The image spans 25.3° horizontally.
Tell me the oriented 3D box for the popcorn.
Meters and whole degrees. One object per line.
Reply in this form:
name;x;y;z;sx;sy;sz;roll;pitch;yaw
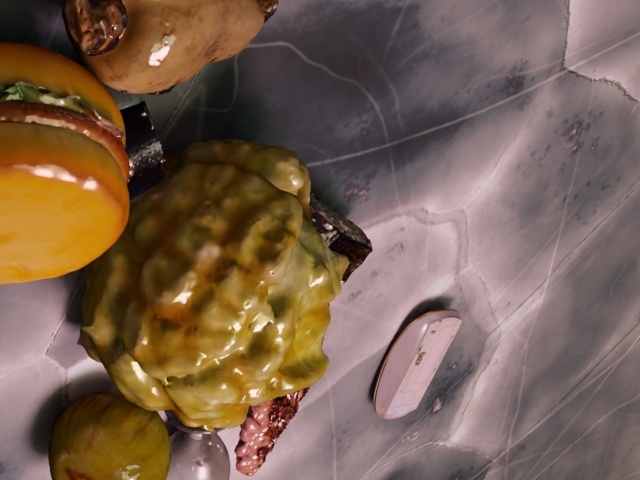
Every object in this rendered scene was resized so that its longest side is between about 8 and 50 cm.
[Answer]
popcorn;-0.112;0.057;1.511;0.279;0.274;0.335;-134;-124;-85

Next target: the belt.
belt;-0.205;-0.104;1.387;0.058;0.105;0.140;-27;97;-29

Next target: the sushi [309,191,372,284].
sushi;0.000;0.000;1.749;0.078;0.090;0.150;-48;148;7

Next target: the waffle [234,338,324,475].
waffle;-0.048;0.178;1.835;0.234;0.055;0.221;-54;164;-47

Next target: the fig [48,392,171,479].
fig;-0.246;0.235;1.701;0.142;0.186;0.148;1;111;4

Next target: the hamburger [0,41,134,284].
hamburger;-0.287;-0.076;1.271;0.246;0.170;0.246;-5;153;-2

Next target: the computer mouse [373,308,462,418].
computer mouse;0.140;0.179;2.120;0.102;0.045;0.199;-3;127;-45

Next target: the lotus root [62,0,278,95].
lotus root;-0.148;-0.214;1.325;0.257;0.140;0.154;-14;112;-50

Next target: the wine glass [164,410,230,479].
wine glass;-0.163;0.286;1.848;0.103;0.103;0.222;-21;138;-34
